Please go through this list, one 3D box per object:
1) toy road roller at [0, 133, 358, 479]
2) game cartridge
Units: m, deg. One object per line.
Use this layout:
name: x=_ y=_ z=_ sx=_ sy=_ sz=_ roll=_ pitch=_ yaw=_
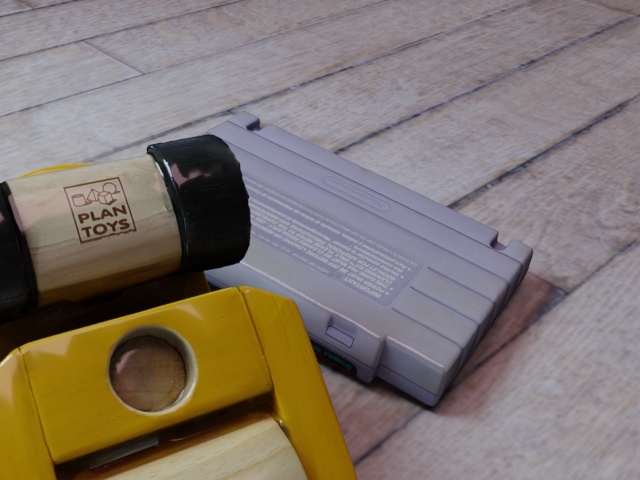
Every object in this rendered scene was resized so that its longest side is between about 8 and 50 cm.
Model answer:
toy road roller: x=-0.139 y=0.101 z=0.573 sx=0.202 sy=0.240 sz=0.330 roll=-15 pitch=76 yaw=-26
game cartridge: x=0.000 y=0.000 z=0.784 sx=0.355 sy=0.068 sz=0.230 roll=28 pitch=43 yaw=19
